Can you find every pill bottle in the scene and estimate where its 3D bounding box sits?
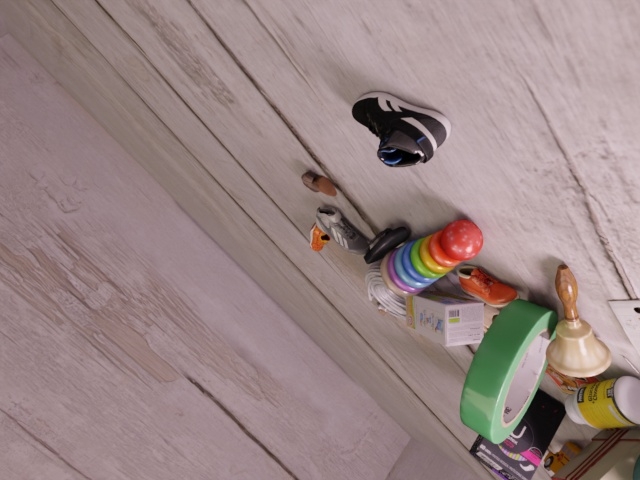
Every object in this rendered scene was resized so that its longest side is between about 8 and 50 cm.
[{"bbox_3d":[0.673,0.387,1.027,0.103,0.103,0.184,39,150,7],"label":"pill bottle"}]

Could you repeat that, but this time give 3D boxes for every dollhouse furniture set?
[{"bbox_3d":[0.401,0.264,1.189,0.101,0.161,0.182,29,161,-11],"label":"dollhouse furniture set"}]

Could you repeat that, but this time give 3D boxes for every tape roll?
[{"bbox_3d":[0.433,0.294,0.988,0.077,0.321,0.321,23,153,40],"label":"tape roll"}]

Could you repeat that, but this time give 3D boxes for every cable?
[{"bbox_3d":[0.258,0.164,1.384,0.257,0.089,0.257,27,155,32],"label":"cable"}]

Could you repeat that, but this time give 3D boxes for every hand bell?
[{"bbox_3d":[0.519,0.151,0.903,0.126,0.126,0.242,13,133,53],"label":"hand bell"}]

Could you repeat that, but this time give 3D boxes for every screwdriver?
[{"bbox_3d":[0.721,0.314,0.956,0.170,0.024,0.025,47,-171,4],"label":"screwdriver"}]

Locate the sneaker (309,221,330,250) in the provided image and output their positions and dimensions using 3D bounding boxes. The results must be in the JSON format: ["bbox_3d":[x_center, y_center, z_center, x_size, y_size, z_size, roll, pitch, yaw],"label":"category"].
[{"bbox_3d":[0.000,0.000,1.554,0.067,0.064,0.175,26,160,12],"label":"sneaker"}]

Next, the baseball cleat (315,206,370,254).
[{"bbox_3d":[0.066,-0.033,1.351,0.205,0.072,0.109,31,151,17],"label":"baseball cleat"}]

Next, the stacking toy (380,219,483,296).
[{"bbox_3d":[0.274,0.035,1.059,0.141,0.141,0.330,41,153,0],"label":"stacking toy"}]

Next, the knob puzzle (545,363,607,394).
[{"bbox_3d":[0.665,0.367,1.146,0.213,0.030,0.213,36,160,16],"label":"knob puzzle"}]

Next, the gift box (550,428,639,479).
[{"bbox_3d":[0.801,0.623,1.119,0.276,0.258,0.255,57,166,15],"label":"gift box"}]

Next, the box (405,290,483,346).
[{"bbox_3d":[0.324,0.201,1.159,0.203,0.114,0.103,-173,81,-72],"label":"box"}]

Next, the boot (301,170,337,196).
[{"bbox_3d":[-0.005,-0.159,1.273,0.118,0.042,0.087,41,166,3],"label":"boot"}]

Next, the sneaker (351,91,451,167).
[{"bbox_3d":[0.120,-0.205,0.818,0.216,0.121,0.079,26,154,36],"label":"sneaker"}]

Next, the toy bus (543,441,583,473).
[{"bbox_3d":[0.836,0.749,1.397,0.108,0.130,0.332,35,178,15],"label":"toy bus"}]

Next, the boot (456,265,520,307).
[{"bbox_3d":[0.401,0.108,1.055,0.157,0.059,0.085,16,143,52],"label":"boot"}]

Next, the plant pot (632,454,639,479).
[{"bbox_3d":[0.807,0.537,0.896,0.293,0.293,0.235,36,172,15],"label":"plant pot"}]

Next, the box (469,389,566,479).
[{"bbox_3d":[0.613,0.594,1.357,0.165,0.270,0.143,32,158,23],"label":"box"}]

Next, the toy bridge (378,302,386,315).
[{"bbox_3d":[0.257,0.246,1.644,0.063,0.026,0.188,42,160,1],"label":"toy bridge"}]

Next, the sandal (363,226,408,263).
[{"bbox_3d":[0.169,0.011,1.234,0.055,0.097,0.254,66,163,11],"label":"sandal"}]

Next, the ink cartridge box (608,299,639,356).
[{"bbox_3d":[0.646,0.176,0.799,0.179,0.045,0.145,61,159,-1],"label":"ink cartridge box"}]
